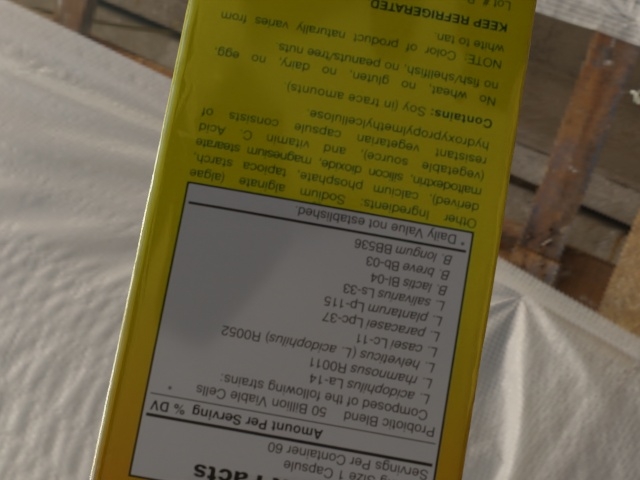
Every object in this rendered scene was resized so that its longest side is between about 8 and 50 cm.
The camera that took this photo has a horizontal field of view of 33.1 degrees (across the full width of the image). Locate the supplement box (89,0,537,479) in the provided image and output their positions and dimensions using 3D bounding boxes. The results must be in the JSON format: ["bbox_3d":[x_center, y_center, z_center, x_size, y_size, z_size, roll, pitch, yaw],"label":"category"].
[{"bbox_3d":[0.000,0.000,0.668,0.194,0.195,0.357,11,-99,1],"label":"supplement box"}]
